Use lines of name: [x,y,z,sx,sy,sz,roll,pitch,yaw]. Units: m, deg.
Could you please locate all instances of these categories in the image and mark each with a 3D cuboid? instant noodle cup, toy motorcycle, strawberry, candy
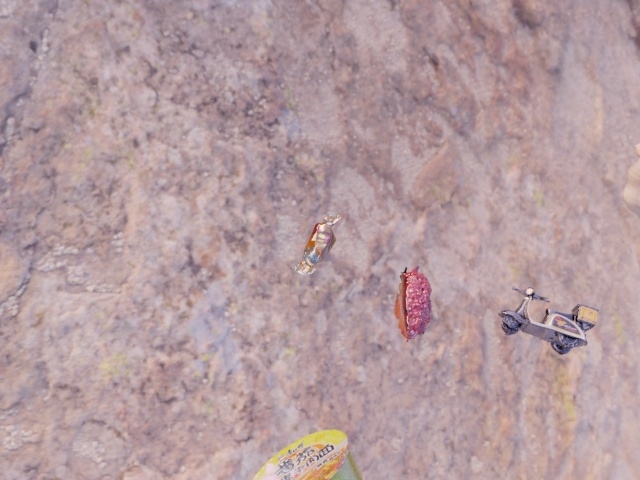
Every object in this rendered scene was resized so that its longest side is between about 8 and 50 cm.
instant noodle cup: [-0.006,0.575,1.453,0.264,0.264,0.200,-42,107,-49]
toy motorcycle: [0.637,0.225,1.881,0.091,0.263,0.157,95,15,-64]
strawberry: [0.274,0.181,1.892,0.228,0.098,0.174,-89,-176,-66]
candy: [0.000,0.000,1.339,0.046,0.053,0.182,86,25,-46]

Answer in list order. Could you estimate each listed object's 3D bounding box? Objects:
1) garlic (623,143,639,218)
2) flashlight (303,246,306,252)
garlic: [0.704,-0.134,1.374,0.199,0.199,0.226,50,15,-26]
flashlight: [-0.011,0.014,1.518,0.121,0.035,0.057,-51,157,-71]
